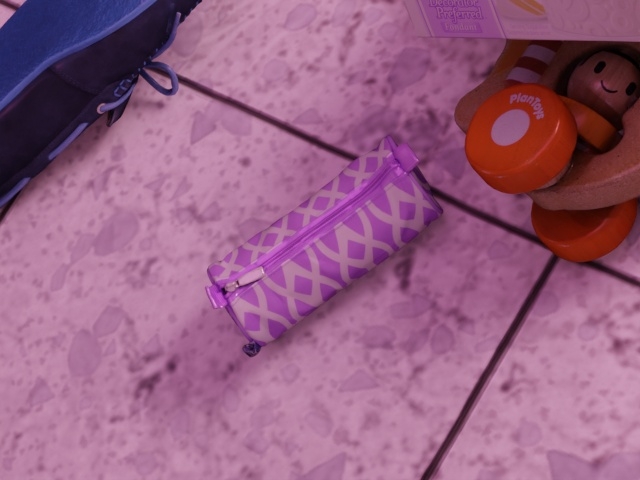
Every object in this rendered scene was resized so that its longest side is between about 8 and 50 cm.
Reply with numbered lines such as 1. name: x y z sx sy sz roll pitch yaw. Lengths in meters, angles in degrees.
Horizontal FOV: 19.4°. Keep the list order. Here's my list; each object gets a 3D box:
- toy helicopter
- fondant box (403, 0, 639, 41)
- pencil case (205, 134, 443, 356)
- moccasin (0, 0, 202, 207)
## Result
1. toy helicopter: 0.199 -0.171 1.494 0.235 0.140 0.355 -38 44 11
2. fondant box: 0.234 -0.280 1.441 0.238 0.096 0.330 6 41 40
3. pencil case: 0.000 0.000 1.521 0.206 0.088 0.086 -37 59 3
4. moccasin: -0.220 -0.158 1.683 0.342 0.117 0.138 -36 45 10
